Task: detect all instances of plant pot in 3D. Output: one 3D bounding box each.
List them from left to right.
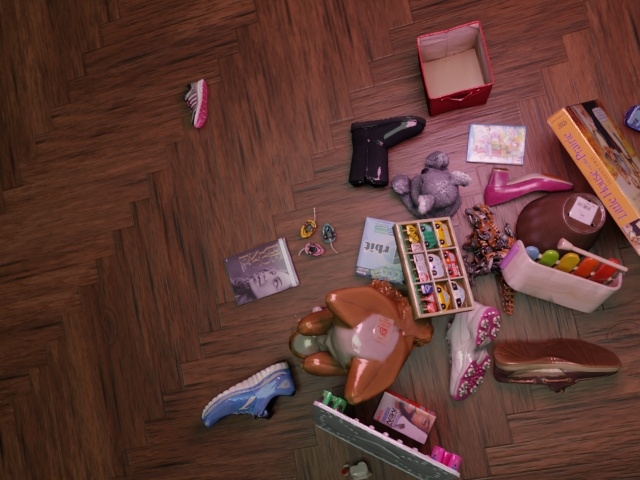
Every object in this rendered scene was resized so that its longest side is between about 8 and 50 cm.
[{"bbox_3d":[0.676,-0.049,1.479,0.215,0.230,0.216,-1,79,4],"label":"plant pot"}]

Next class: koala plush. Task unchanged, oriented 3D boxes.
[{"bbox_3d":[0.338,-0.144,1.564,0.196,0.221,0.203,-33,92,0],"label":"koala plush"}]

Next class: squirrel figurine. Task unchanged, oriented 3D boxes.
[{"bbox_3d":[0.105,0.269,1.552,0.396,0.370,0.281,-16,84,-30],"label":"squirrel figurine"}]

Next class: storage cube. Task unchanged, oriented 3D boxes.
[{"bbox_3d":[0.393,-0.498,1.604,0.183,0.193,0.215,-12,85,11],"label":"storage cube"}]

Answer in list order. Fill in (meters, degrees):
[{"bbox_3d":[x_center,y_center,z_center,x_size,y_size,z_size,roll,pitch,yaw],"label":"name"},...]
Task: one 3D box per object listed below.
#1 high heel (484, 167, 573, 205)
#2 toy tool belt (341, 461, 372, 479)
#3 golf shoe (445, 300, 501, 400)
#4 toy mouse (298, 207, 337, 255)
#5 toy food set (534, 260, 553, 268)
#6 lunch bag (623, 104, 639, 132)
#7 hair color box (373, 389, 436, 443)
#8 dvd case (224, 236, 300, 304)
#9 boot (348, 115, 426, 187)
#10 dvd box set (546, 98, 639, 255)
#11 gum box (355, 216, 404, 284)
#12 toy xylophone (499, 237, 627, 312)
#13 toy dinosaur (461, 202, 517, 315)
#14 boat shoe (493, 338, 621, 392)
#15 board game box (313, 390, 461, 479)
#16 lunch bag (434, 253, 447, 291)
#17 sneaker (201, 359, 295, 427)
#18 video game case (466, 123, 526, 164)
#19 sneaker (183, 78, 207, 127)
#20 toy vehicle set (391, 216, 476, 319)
[{"bbox_3d":[0.616,-0.143,1.605,0.243,0.082,0.117,7,111,2],"label":"high heel"},{"bbox_3d":[0.112,0.714,1.656,0.083,0.052,0.051,-17,127,15],"label":"toy tool belt"},{"bbox_3d":[0.429,0.320,1.600,0.140,0.115,0.307,29,109,50],"label":"golf shoe"},{"bbox_3d":[0.000,0.000,1.734,0.143,0.031,0.161,32,93,12],"label":"toy mouse"},{"bbox_3d":[0.659,0.078,1.596,0.132,0.038,0.192,20,82,6],"label":"toy food set"},{"bbox_3d":[0.923,-0.347,1.551,0.098,0.065,0.067,29,108,11],"label":"lunch bag"},{"bbox_3d":[0.255,0.531,1.637,0.167,0.053,0.093,23,90,11],"label":"hair color box"},{"bbox_3d":[-0.194,0.102,1.775,0.221,0.018,0.165,-19,83,10],"label":"dvd case"},{"bbox_3d":[0.206,-0.269,1.675,0.246,0.094,0.207,-3,82,18],"label":"boot"},{"bbox_3d":[0.800,-0.186,1.457,0.062,0.307,0.421,-39,77,44],"label":"dvd box set"},{"bbox_3d":[0.202,0.032,1.686,0.156,0.041,0.185,12,90,12],"label":"gum box"},{"bbox_3d":[0.664,0.087,1.448,0.322,0.236,0.081,23,47,-8],"label":"toy xylophone"},{"bbox_3d":[0.489,0.055,1.579,0.218,0.164,0.322,-19,61,-6],"label":"toy dinosaur"},{"bbox_3d":[0.668,0.368,1.545,0.341,0.123,0.123,-2,116,4],"label":"boat shoe"},{"bbox_3d":[0.166,0.553,1.499,0.389,0.390,0.050,24,66,12],"label":"board game box"},{"bbox_3d":[0.327,0.102,1.577,0.090,0.176,0.219,-16,71,7],"label":"lunch bag"},{"bbox_3d":[-0.225,0.513,1.699,0.329,0.130,0.147,-30,79,8],"label":"sneaker"},{"bbox_3d":[0.537,-0.294,1.651,0.166,0.015,0.119,5,88,12],"label":"video game case"},{"bbox_3d":[-0.430,-0.464,1.839,0.074,0.063,0.171,0,82,11],"label":"sneaker"},{"bbox_3d":[0.304,0.072,1.464,0.165,0.035,0.267,-8,73,-15],"label":"toy vehicle set"}]
